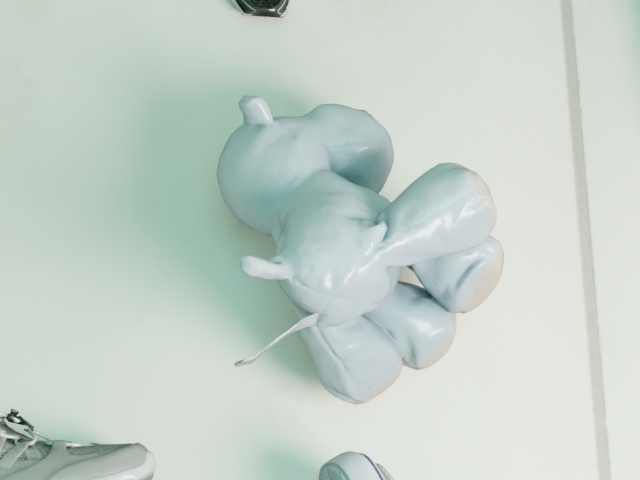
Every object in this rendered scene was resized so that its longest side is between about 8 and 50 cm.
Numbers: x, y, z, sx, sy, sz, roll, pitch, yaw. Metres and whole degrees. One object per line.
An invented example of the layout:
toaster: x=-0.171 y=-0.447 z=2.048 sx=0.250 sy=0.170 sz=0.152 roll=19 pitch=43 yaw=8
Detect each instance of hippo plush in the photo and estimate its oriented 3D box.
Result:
hippo plush: x=0.000 y=0.000 z=1.389 sx=0.294 sy=0.234 sz=0.236 roll=-18 pitch=45 yaw=-25

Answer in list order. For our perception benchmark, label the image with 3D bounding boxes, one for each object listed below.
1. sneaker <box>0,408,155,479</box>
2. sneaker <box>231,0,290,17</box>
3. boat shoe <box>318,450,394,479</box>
sneaker: x=-0.289 y=0.189 z=1.327 sx=0.281 sy=0.105 sz=0.115 roll=-1 pitch=74 yaw=-5
sneaker: x=-0.069 y=-0.313 z=1.509 sx=0.072 sy=0.077 sz=0.178 roll=-9 pitch=76 yaw=-7
boat shoe: x=0.097 y=0.321 z=1.340 sx=0.094 sy=0.109 sz=0.302 roll=-24 pitch=86 yaw=-27
